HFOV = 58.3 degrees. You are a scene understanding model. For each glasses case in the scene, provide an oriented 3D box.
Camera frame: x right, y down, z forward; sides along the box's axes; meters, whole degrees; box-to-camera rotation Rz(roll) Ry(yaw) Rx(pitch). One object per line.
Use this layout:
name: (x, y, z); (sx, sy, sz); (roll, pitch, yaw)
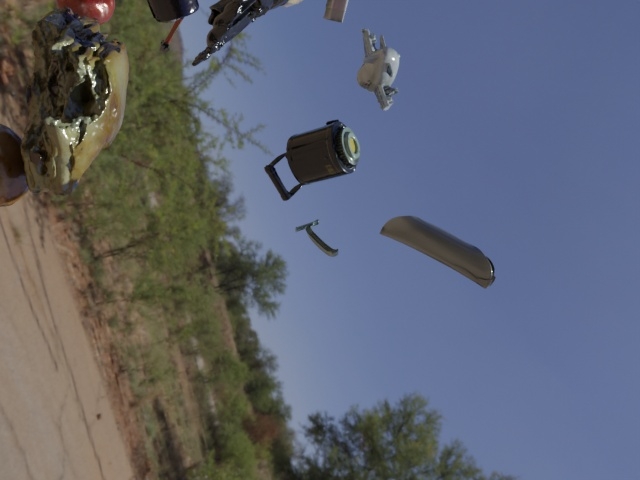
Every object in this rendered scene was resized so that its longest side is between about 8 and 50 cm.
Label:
glasses case: (0.309, 0.011, 1.481); (0.083, 0.308, 0.128); (-63, 177, 14)

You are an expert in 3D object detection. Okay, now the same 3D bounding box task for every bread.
bread: (-0.533, -0.306, 1.258); (0.370, 0.191, 0.314); (-103, -154, -49)

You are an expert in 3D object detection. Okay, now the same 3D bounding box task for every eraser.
eraser: (0.066, -0.801, 1.787); (0.095, 0.052, 0.225); (-119, -140, -65)

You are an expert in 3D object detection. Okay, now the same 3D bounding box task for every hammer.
hammer: (-0.473, -0.754, 1.940); (0.288, 0.033, 0.111); (-50, -151, 28)

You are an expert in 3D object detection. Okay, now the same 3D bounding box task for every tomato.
tomato: (-0.804, -0.813, 1.962); (0.151, 0.187, 0.187); (-48, -131, 30)

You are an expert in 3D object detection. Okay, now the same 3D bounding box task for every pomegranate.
pomegranate: (-0.730, -0.164, 1.250); (0.207, 0.207, 0.207); (165, -90, -77)

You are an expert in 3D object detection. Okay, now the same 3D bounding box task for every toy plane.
toy plane: (0.180, -0.541, 1.816); (0.267, 0.122, 0.267); (166, -90, -87)

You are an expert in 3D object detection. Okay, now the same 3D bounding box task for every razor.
razor: (0.001, 0.003, 1.444); (0.191, 0.068, 0.037); (-135, -151, -56)

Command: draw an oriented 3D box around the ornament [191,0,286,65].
ornament: (-0.186, -0.481, 1.232); (0.106, 0.260, 0.251); (49, -11, -22)

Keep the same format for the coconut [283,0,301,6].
coconut: (-0.120, -0.987, 2.113); (0.237, 0.197, 0.237); (-57, -170, 15)

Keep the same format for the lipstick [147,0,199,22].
lipstick: (-0.260, -0.467, 0.822); (0.081, 0.081, 0.300); (-124, -167, -54)

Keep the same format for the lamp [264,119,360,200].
lamp: (0.010, -0.328, 2.202); (0.272, 0.374, 0.205); (3, -46, 44)
